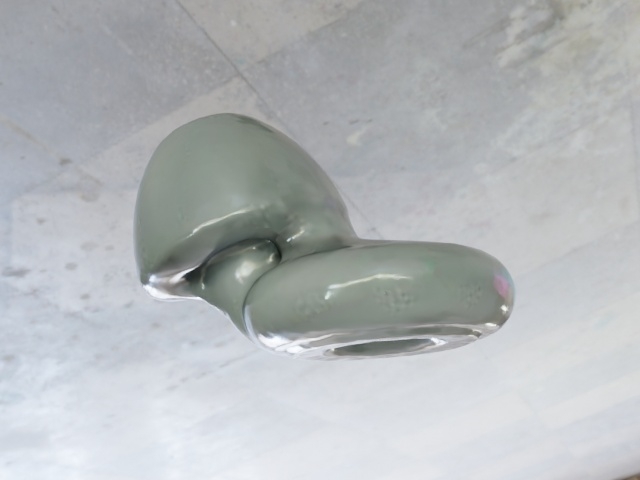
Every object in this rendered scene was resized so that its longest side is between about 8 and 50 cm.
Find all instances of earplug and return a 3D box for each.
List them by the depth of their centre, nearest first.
[{"bbox_3d":[-0.005,0.011,0.650,0.175,0.325,0.214,-65,164,-9],"label":"earplug"}]
